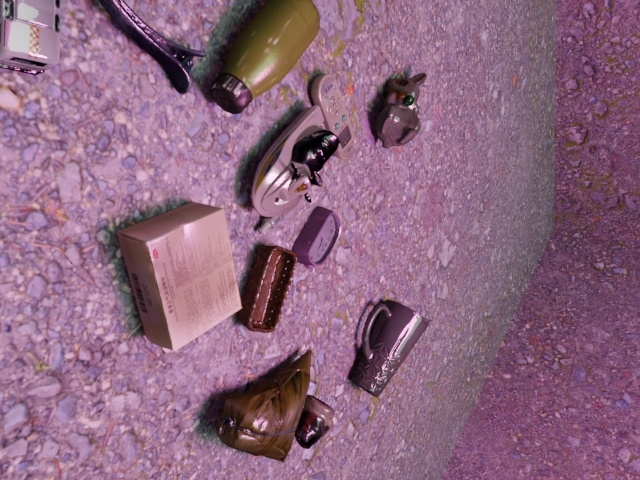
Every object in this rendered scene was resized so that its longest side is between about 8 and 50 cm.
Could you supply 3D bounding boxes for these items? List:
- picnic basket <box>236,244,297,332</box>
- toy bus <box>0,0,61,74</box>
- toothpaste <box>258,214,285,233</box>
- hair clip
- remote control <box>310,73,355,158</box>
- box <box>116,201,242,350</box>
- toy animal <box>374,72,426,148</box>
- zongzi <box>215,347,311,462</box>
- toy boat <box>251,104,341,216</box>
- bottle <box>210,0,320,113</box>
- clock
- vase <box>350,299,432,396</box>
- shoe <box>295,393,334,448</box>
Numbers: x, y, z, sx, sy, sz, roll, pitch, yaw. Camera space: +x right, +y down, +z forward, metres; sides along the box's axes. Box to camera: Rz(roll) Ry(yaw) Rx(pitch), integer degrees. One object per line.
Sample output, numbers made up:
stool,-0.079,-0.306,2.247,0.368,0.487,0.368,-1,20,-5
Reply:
picnic basket,-0.119,0.105,1.082,0.110,0.054,0.194,22,84,-55
toy bus,-0.360,-0.305,0.586,0.087,0.088,0.194,-5,105,-53
toothpaste,-0.075,-0.086,1.096,0.204,0.031,0.049,-53,140,-31
hair clip,-0.268,-0.326,0.708,0.083,0.048,0.275,-65,152,-9
remote control,0.031,-0.291,1.160,0.078,0.042,0.222,-54,140,-29
box,-0.243,0.059,0.865,0.168,0.095,0.212,-32,125,-46
toy animal,0.224,-0.382,1.349,0.125,0.127,0.252,44,52,-38
zongzi,-0.112,0.347,1.119,0.275,0.125,0.251,-66,151,-19
toy boat,-0.042,-0.160,1.035,0.141,0.140,0.270,64,38,-42
bottle,-0.104,-0.344,0.898,0.260,0.112,0.112,-58,141,-22
clock,0.000,0.000,1.209,0.153,0.050,0.110,-61,142,-20
vase,0.205,0.330,1.536,0.251,0.156,0.301,42,73,-34
shoe,-0.028,0.480,1.262,0.112,0.099,0.228,-53,163,-30
